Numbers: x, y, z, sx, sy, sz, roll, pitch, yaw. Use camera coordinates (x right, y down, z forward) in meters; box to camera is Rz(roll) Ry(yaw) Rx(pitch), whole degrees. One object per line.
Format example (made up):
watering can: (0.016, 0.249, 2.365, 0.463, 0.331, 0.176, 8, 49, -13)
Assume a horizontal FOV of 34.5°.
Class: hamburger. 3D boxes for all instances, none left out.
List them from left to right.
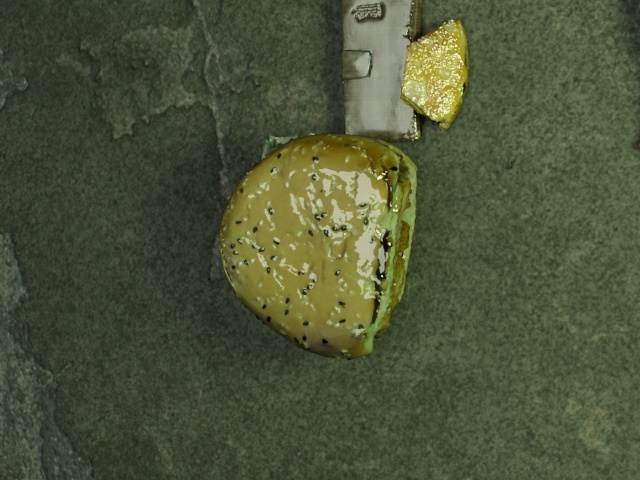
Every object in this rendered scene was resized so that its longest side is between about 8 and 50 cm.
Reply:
hamburger: (0.000, 0.000, 1.503, 0.276, 0.195, 0.318, 8, 99, 22)

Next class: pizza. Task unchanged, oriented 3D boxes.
pizza: (0.166, -0.242, 1.490, 0.098, 0.036, 0.160, 5, 92, -5)

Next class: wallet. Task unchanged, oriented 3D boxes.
wallet: (0.092, -0.263, 1.534, 0.124, 0.042, 0.230, 1, 94, 19)

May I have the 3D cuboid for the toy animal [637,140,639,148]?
toy animal: (0.458, -0.250, 1.341, 0.224, 0.066, 0.230, -44, 60, 49)
